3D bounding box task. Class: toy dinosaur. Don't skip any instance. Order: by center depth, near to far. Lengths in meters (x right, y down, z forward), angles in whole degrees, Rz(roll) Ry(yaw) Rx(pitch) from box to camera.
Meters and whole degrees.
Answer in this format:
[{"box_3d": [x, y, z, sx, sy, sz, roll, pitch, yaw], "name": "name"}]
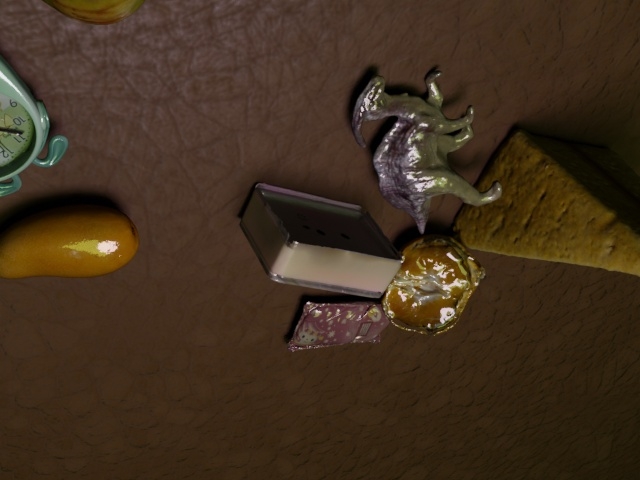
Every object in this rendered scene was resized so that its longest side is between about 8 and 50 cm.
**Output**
[{"box_3d": [0.145, -0.126, 1.152, 0.162, 0.077, 0.294, -26, 122, 3], "name": "toy dinosaur"}]

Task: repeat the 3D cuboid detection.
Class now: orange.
[{"box_3d": [0.171, 0.064, 1.304, 0.170, 0.112, 0.160, -19, 106, -1], "name": "orange"}]

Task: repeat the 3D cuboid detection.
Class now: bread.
[{"box_3d": [0.403, 0.022, 1.208, 0.233, 0.361, 0.244, 7, 124, -32], "name": "bread"}]

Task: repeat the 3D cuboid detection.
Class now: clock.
[{"box_3d": [-0.375, -0.127, 0.894, 0.148, 0.060, 0.188, -32, 137, 2], "name": "clock"}, {"box_3d": [0.000, 0.000, 1.138, 0.192, 0.147, 0.071, 11, 119, -34], "name": "clock"}]

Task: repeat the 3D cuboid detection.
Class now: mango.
[{"box_3d": [-0.321, 0.003, 1.028, 0.184, 0.084, 0.102, -6, 137, -8], "name": "mango"}]

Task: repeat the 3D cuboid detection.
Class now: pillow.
[{"box_3d": [0.040, 0.135, 1.357, 0.185, 0.043, 0.118, 3, 132, -25], "name": "pillow"}]

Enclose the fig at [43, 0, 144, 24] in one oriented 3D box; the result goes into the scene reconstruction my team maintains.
[{"box_3d": [-0.279, -0.279, 0.767, 0.260, 0.151, 0.151, 2, 132, 0], "name": "fig"}]
